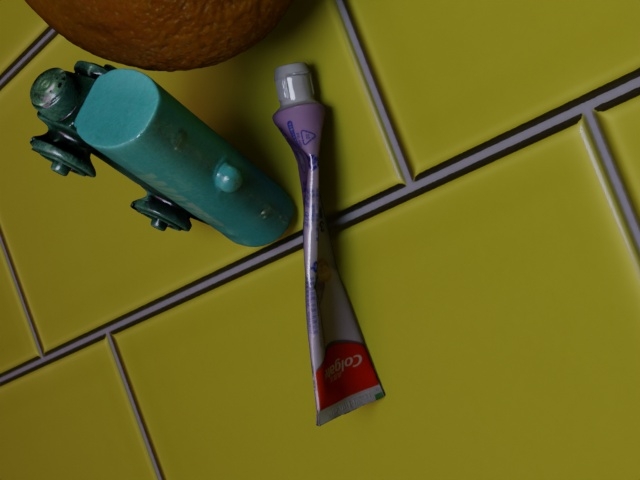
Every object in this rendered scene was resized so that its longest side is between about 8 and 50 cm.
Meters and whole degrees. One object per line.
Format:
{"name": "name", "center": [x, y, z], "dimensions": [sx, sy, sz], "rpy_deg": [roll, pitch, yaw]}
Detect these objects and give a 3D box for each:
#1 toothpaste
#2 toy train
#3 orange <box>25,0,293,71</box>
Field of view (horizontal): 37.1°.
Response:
{"name": "toothpaste", "center": [0.000, 0.000, 0.809], "dimensions": [0.048, 0.075, 0.300], "rpy_deg": [-9, 93, 21]}
{"name": "toy train", "center": [-0.127, -0.066, 0.807], "dimensions": [0.159, 0.248, 0.101], "rpy_deg": [17, 78, 36]}
{"name": "orange", "center": [-0.127, -0.264, 0.732], "dimensions": [0.264, 0.264, 0.264], "rpy_deg": [14, 111, 40]}
